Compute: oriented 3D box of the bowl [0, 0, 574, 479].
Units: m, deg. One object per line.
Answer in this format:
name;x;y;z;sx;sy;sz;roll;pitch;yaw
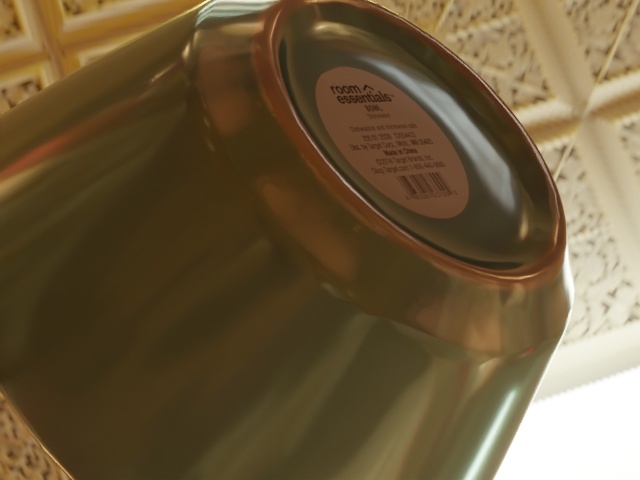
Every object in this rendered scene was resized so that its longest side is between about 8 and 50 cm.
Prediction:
bowl;0.000;0.000;0.909;0.163;0.311;0.311;-45;-106;31
